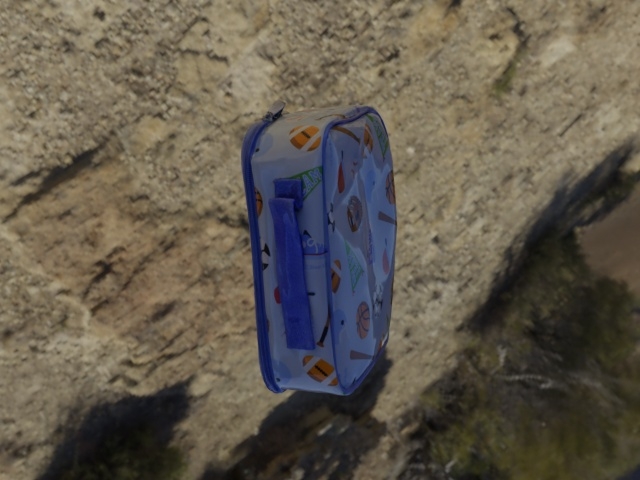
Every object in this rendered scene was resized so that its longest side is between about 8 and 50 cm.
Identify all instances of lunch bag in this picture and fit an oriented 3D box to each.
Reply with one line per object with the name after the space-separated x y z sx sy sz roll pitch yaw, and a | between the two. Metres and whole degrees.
0.000 0.000 0.933 0.243 0.114 0.304 -35 122 -65 | lunch bag
